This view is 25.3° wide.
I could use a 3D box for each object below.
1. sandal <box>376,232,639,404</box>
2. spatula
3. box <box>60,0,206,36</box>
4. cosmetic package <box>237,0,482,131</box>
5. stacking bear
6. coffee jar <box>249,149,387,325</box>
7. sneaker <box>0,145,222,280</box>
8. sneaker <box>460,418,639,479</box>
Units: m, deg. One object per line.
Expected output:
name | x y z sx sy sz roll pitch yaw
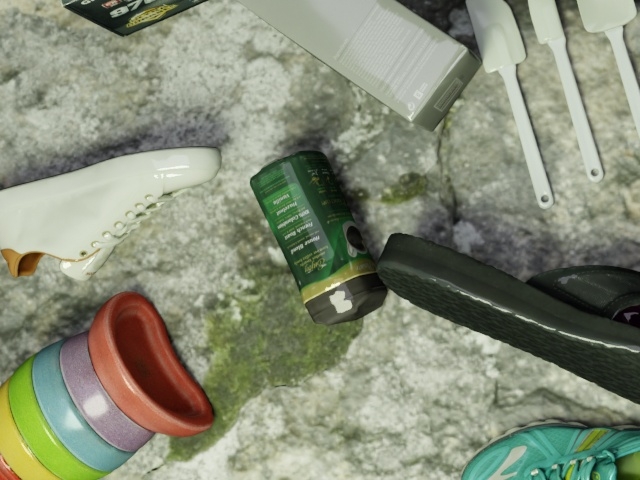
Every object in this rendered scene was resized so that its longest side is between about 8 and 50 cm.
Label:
sandal | 0.273 0.071 1.415 0.446 0.167 0.107 23 75 14
spatula | 0.264 -0.168 1.496 0.168 0.019 0.242 -17 83 12
box | -0.154 -0.296 1.524 0.220 0.175 0.051 -21 83 11
cosmetic package | 0.041 -0.221 1.498 0.238 0.127 0.107 39 99 11
stacking bear | -0.293 0.204 1.548 0.289 0.164 0.175 -34 80 15
coffee jar | 0.000 0.000 1.511 0.079 0.096 0.184 -28 80 22
sneaker | -0.228 -0.026 1.573 0.290 0.106 0.123 -15 87 23
sneaker | 0.269 0.230 1.425 0.275 0.110 0.107 -11 85 16
